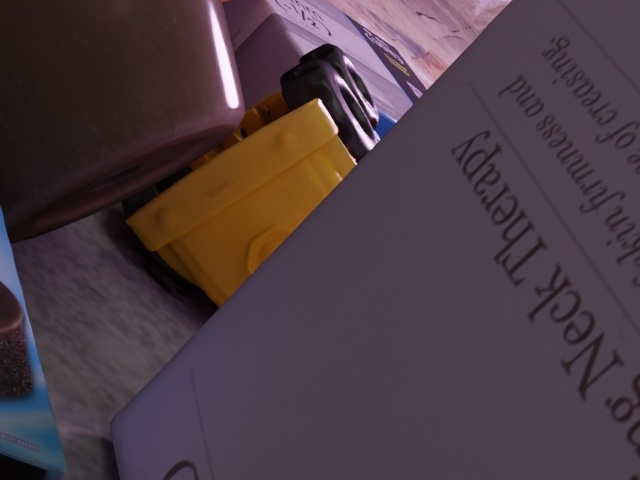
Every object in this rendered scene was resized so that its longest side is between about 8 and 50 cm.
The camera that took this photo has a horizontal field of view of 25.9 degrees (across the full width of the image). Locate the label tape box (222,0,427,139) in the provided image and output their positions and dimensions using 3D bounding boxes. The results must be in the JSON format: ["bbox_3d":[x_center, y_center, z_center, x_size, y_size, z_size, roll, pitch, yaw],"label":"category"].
[{"bbox_3d":[-0.019,-0.156,1.238,0.249,0.115,0.348,27,26,-43],"label":"label tape box"}]

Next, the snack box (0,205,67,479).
[{"bbox_3d":[-0.246,-0.016,0.478,0.322,0.060,0.187,30,22,-38],"label":"snack box"}]

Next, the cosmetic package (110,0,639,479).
[{"bbox_3d":[0.177,0.114,0.558,0.327,0.394,0.329,33,20,-32],"label":"cosmetic package"}]

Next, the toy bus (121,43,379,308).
[{"bbox_3d":[0.000,0.000,0.889,0.211,0.149,0.220,55,13,-9],"label":"toy bus"}]

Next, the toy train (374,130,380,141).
[{"bbox_3d":[0.039,-0.011,1.060,0.184,0.080,0.105,36,48,-47],"label":"toy train"}]

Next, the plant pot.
[{"bbox_3d":[-0.154,-0.129,0.701,0.229,0.263,0.263,63,19,2],"label":"plant pot"}]
